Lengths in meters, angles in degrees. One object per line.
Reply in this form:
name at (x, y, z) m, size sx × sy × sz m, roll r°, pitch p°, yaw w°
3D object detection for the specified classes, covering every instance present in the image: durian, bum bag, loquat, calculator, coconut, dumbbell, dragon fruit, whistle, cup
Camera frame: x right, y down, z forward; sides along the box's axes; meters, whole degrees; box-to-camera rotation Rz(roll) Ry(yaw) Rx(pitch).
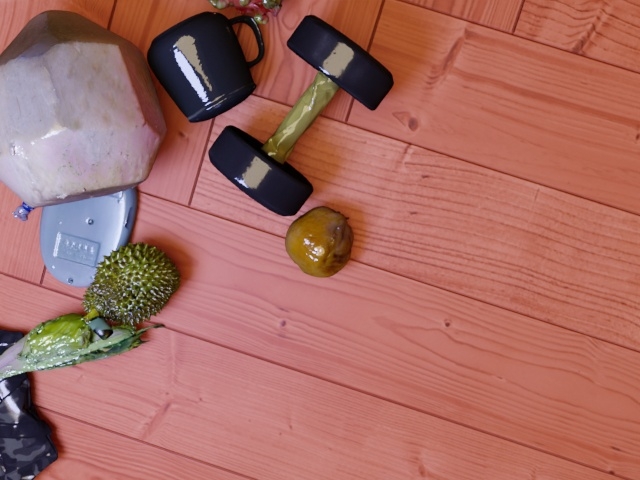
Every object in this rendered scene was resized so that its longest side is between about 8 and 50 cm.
durian at (-0.367, 0.088, 1.526) m, size 0.198 × 0.159 × 0.146 m, roll -35°, pitch 79°, yaw 12°
durian at (-0.499, 0.200, 1.557) m, size 0.375 × 0.132 × 0.107 m, roll -16°, pitch 90°, yaw -6°
bum bag at (-0.636, 0.339, 1.612) m, size 0.144 × 0.095 × 0.341 m, roll -14°, pitch 93°, yaw 9°
loquat at (0.000, 0.000, 1.513) m, size 0.137 × 0.113 × 0.137 m, roll -5°, pitch 73°, yaw 17°
calculator at (-0.462, -0.053, 1.575) m, size 0.185 × 0.041 × 0.299 m, roll 16°, pitch 97°, yaw 3°
coconut at (-0.452, -0.237, 1.411) m, size 0.352 × 0.352 × 0.353 m, roll 1°, pitch 97°, yaw 5°
dumbbell at (-0.037, -0.223, 1.438) m, size 0.203 × 0.204 × 0.322 m, roll 37°, pitch 99°, yaw 0°
dragon fruit at (-0.137, -0.486, 1.436) m, size 0.172 × 0.166 × 0.160 m, roll 27°, pitch 101°, yaw -1°
whistle at (-0.584, -0.072, 1.592) m, size 0.083 × 0.029 × 0.033 m, roll -44°, pitch 128°, yaw 13°
cup at (-0.195, -0.330, 1.471) m, size 0.223 × 0.169 × 0.177 m, roll -31°, pitch 98°, yaw -20°
